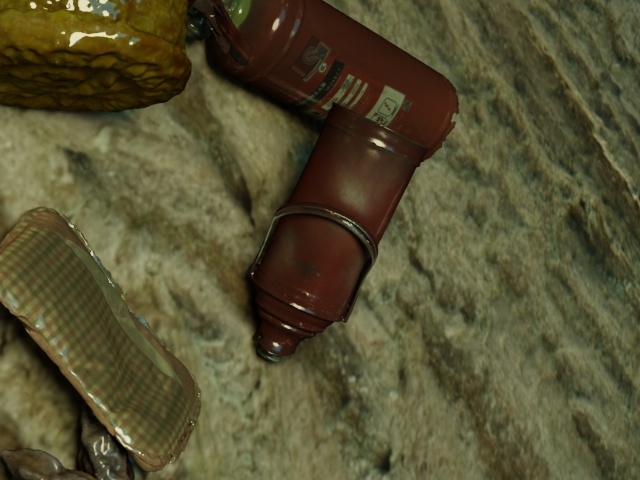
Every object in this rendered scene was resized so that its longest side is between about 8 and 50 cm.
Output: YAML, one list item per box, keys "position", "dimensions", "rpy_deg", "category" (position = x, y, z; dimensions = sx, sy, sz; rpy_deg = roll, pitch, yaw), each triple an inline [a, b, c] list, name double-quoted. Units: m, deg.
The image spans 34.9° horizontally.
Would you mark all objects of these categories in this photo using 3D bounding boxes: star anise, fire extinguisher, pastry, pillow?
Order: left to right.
- position: [-0.180, -0.157, 0.741]
  dimensions: [0.189, 0.189, 0.103]
  rpy_deg: [9, 78, -43]
  category: "pastry"
- position: [-0.162, 0.237, 0.731]
  dimensions: [0.212, 0.073, 0.197]
  rpy_deg: [49, 48, -21]
  category: "star anise"
- position: [-0.165, 0.073, 0.770]
  dimensions: [0.211, 0.034, 0.135]
  rpy_deg: [53, 18, -16]
  category: "pillow"
- position: [-0.007, -0.163, 0.946]
  dimensions: [0.337, 0.106, 0.147]
  rpy_deg: [21, 25, -39]
  category: "fire extinguisher"

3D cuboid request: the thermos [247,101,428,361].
- position: [0.003, 0.001, 0.906]
  dimensions: [0.099, 0.124, 0.232]
  rpy_deg: [25, 98, -1]
  category: "thermos"
